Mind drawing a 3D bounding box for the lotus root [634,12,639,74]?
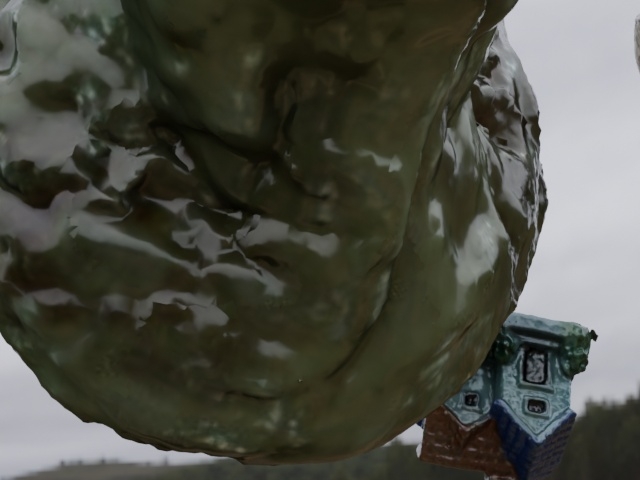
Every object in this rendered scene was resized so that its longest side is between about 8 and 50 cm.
[{"bbox_3d":[0.309,-0.079,1.050,0.110,0.097,0.258,-16,-55,47],"label":"lotus root"}]

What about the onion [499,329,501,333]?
[{"bbox_3d":[0.099,0.041,1.074,0.115,0.115,0.104,10,16,-47],"label":"onion"}]

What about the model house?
[{"bbox_3d":[0.138,0.145,1.137,0.148,0.149,0.119,9,-38,-3],"label":"model house"}]

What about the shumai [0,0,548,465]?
[{"bbox_3d":[-0.004,-0.118,0.705,0.324,0.397,0.323,26,-44,4],"label":"shumai"}]
